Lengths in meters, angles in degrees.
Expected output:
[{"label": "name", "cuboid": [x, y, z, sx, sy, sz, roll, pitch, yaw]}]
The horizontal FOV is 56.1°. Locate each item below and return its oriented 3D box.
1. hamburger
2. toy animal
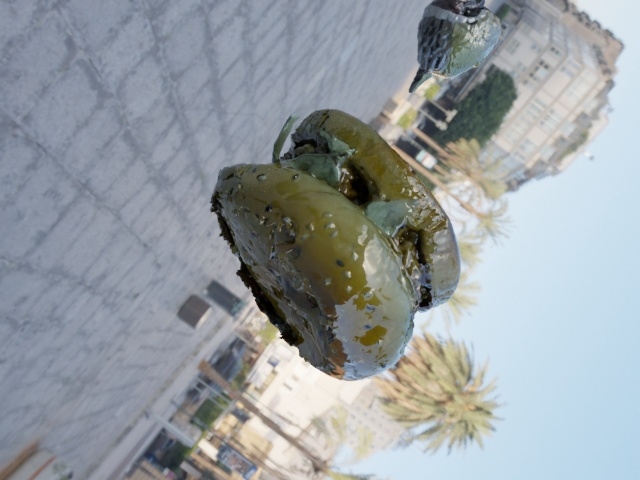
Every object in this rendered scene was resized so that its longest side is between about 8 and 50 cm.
[{"label": "hamburger", "cuboid": [0.000, 0.000, 0.409, 0.113, 0.185, 0.177, -35, -140, -14]}, {"label": "toy animal", "cuboid": [0.148, -0.246, 0.738, 0.137, 0.098, 0.098, -26, -165, 31]}]
